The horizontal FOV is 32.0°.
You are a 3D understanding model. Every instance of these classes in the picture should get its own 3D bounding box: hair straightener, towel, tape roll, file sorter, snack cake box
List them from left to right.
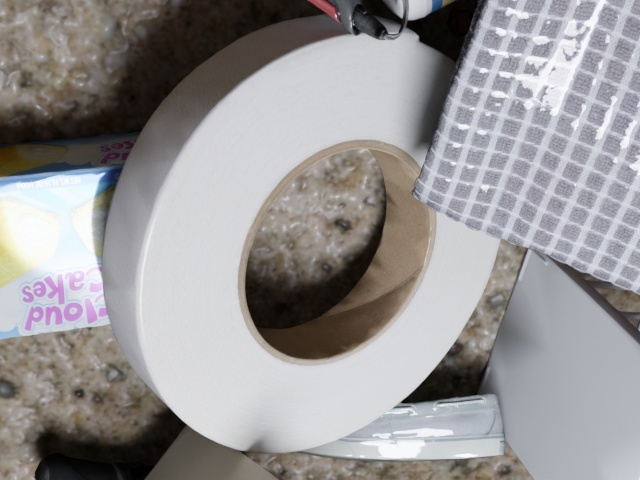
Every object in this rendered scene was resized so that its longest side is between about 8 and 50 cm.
[{"bbox_3d":[-0.205,-0.007,0.977,0.265,0.089,0.152,-7,115,-12],"label":"snack cake box"},{"bbox_3d":[-0.019,-0.233,0.856,0.047,0.230,0.089,-30,155,-44],"label":"hair straightener"},{"bbox_3d":[0.000,0.000,0.975,0.392,0.072,0.391,-17,121,-30],"label":"tape roll"},{"bbox_3d":[0.211,-0.105,0.832,0.235,0.121,0.283,23,132,10],"label":"towel"},{"bbox_3d":[0.306,0.152,1.086,0.173,0.277,0.192,6,113,-20],"label":"file sorter"}]

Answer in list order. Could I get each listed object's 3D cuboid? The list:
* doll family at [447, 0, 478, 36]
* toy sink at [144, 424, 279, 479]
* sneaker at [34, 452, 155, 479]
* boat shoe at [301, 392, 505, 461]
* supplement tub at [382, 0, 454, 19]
[{"bbox_3d":[0.187,-0.161,1.014,0.111,0.076,0.192,-3,116,32],"label":"doll family"},{"bbox_3d":[-0.070,0.281,0.983,0.131,0.234,0.152,43,76,-27],"label":"toy sink"},{"bbox_3d":[-0.147,0.254,1.128,0.283,0.107,0.124,33,88,-29],"label":"sneaker"},{"bbox_3d":[0.075,0.186,1.154,0.228,0.079,0.081,-1,76,5],"label":"boat shoe"},{"bbox_3d":[0.125,-0.282,0.903,0.200,0.144,0.144,-26,119,-2],"label":"supplement tub"}]
